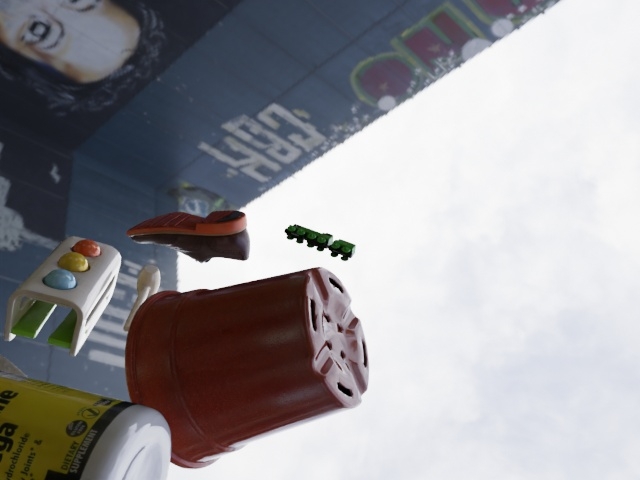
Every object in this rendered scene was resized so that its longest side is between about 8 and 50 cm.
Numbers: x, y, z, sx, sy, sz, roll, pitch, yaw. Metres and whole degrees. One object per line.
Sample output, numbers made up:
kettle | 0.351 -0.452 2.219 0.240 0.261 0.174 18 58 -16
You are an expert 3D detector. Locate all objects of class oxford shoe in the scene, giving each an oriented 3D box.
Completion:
oxford shoe | -0.258 0.002 1.317 0.271 0.097 0.098 1 -67 28

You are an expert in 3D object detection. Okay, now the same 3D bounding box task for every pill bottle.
pill bottle | -0.366 0.258 0.812 0.334 0.188 0.188 9 -105 12

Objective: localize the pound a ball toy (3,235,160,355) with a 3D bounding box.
pound a ball toy | -0.429 0.087 1.297 0.319 0.208 0.135 -94 -160 -70

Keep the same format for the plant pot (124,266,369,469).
plant pot | -0.088 0.167 0.988 0.265 0.272 0.272 -19 -123 21

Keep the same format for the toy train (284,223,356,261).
toy train | 0.000 0.000 0.737 0.083 0.024 0.017 21 -53 20

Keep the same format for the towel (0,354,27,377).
towel | -0.519 0.326 1.123 0.187 0.282 0.049 -47 -176 -28
